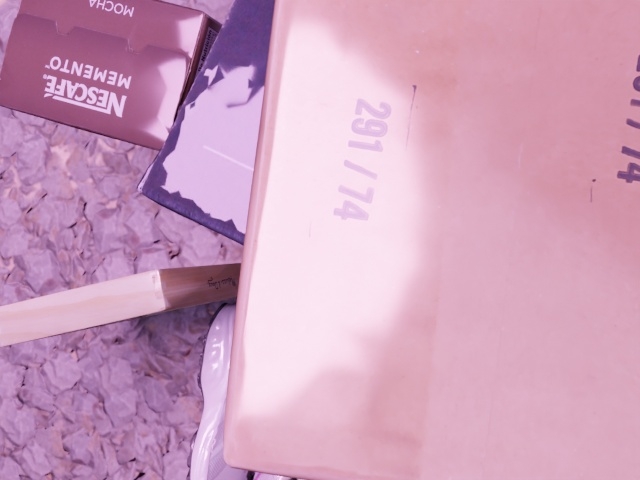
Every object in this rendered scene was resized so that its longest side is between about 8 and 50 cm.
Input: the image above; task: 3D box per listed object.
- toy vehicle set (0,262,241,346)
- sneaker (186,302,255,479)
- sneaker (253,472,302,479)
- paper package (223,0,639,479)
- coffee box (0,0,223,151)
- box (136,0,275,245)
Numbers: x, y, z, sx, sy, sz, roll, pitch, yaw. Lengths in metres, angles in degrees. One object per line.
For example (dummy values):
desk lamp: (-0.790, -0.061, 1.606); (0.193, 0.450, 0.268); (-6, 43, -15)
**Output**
toy vehicle set: (-0.174, 0.058, 0.811); (0.166, 0.267, 0.035); (-13, 87, 15)
sneaker: (-0.080, 0.208, 0.879); (0.108, 0.100, 0.272); (7, 93, 9)
sneaker: (-0.033, 0.310, 0.795); (0.103, 0.111, 0.252); (-4, 94, 2)
paper package: (0.121, -0.031, 0.445); (0.309, 0.168, 0.325); (4, 85, 12)
coffee box: (-0.145, -0.147, 0.783); (0.168, 0.297, 0.119); (18, 95, 14)
box: (0.195, -0.127, 0.672); (0.479, 0.297, 0.472); (26, 87, 12)
